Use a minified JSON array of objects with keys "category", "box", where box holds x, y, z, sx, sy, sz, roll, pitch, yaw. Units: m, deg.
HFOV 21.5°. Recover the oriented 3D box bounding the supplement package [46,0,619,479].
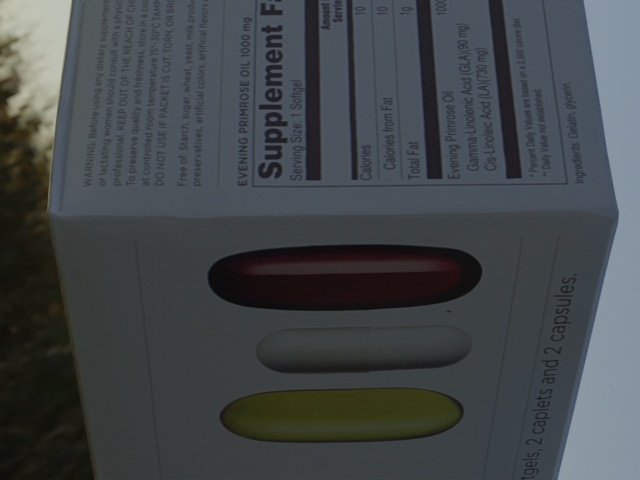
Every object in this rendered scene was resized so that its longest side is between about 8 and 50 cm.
[{"category":"supplement package","box":[0.000,0.000,0.570,0.262,0.145,0.204,90,-1,-51]}]
